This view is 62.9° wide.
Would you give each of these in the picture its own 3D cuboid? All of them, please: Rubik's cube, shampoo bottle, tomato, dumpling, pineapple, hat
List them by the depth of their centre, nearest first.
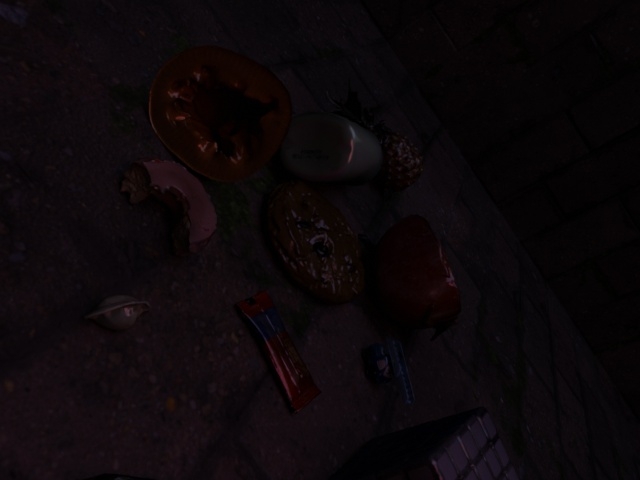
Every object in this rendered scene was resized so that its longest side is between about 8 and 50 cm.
[{"bbox_3d":[-0.244,0.086,0.647,0.077,0.059,0.043,32,47,-41],"label":"dumpling"},{"bbox_3d":[0.161,0.416,0.773,0.237,0.237,0.238,-6,68,-57],"label":"Rubik's cube"},{"bbox_3d":[-0.145,-0.232,0.977,0.233,0.244,0.233,65,15,-4],"label":"hat"},{"bbox_3d":[0.196,0.087,1.214,0.309,0.170,0.309,161,-90,-85],"label":"tomato"},{"bbox_3d":[0.049,-0.206,1.241,0.349,0.222,0.151,-9,103,-69],"label":"shampoo bottle"},{"bbox_3d":[0.140,-0.291,1.492,0.364,0.165,0.165,37,35,-29],"label":"pineapple"}]

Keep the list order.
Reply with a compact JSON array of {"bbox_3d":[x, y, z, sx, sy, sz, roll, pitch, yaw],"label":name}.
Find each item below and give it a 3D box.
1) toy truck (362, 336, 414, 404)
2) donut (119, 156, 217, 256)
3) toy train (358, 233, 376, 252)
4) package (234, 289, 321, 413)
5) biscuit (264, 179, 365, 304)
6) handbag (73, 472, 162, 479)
[{"bbox_3d":[0.136,0.266,1.041,0.063,0.074,0.136,24,45,-45],"label":"toy truck"},{"bbox_3d":[-0.222,-0.057,0.810,0.166,0.065,0.117,58,31,-2],"label":"donut"},{"bbox_3d":[0.126,0.010,1.327,0.083,0.017,0.017,45,31,-21],"label":"toy train"},{"bbox_3d":[-0.068,0.179,0.864,0.200,0.022,0.083,60,28,6],"label":"package"},{"bbox_3d":[0.001,-0.001,1.088,0.296,0.075,0.296,38,36,-33],"label":"biscuit"},{"bbox_3d":[-0.199,0.308,0.512,0.115,0.072,0.139,34,50,-40],"label":"handbag"}]
